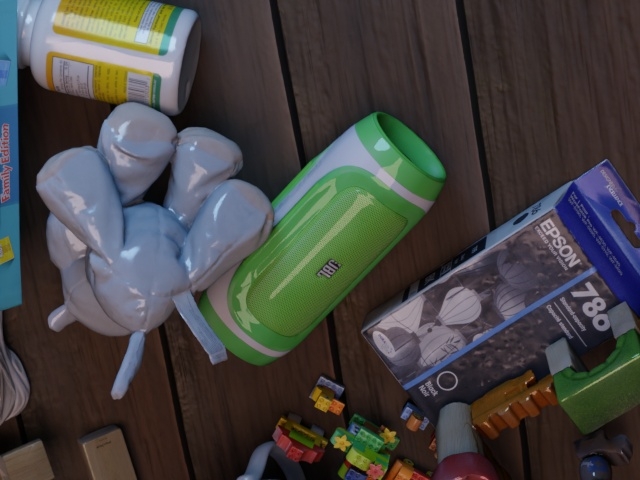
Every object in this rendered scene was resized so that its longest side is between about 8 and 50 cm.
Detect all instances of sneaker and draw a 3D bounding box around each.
[{"bbox_3d":[-0.412,0.119,1.931,0.090,0.115,0.232,-21,104,14],"label":"sneaker"}]

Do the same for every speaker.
[{"bbox_3d":[0.000,0.000,1.829,0.131,0.131,0.296,41,109,-6],"label":"speaker"}]

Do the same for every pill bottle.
[{"bbox_3d":[-0.241,-0.210,1.797,0.208,0.117,0.118,12,109,4],"label":"pill bottle"}]

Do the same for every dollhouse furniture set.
[{"bbox_3d":[-0.317,0.280,2.019,0.151,0.123,0.144,-22,107,-22],"label":"dollhouse furniture set"}]

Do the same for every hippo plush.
[{"bbox_3d":[-0.184,0.013,1.819,0.234,0.236,0.294,-18,83,-20],"label":"hippo plush"}]

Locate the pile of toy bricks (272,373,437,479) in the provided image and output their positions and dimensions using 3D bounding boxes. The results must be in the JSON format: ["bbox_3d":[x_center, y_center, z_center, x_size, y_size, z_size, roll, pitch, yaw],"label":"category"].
[{"bbox_3d":[0.057,0.240,1.911,0.212,0.105,0.118,28,110,-2],"label":"pile of toy bricks"}]

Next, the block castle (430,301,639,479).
[{"bbox_3d":[0.366,0.238,1.775,0.453,0.213,0.303,-32,116,16],"label":"block castle"}]

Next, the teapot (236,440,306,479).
[{"bbox_3d":[-0.039,0.390,1.876,0.252,0.187,0.256,31,89,30],"label":"teapot"}]

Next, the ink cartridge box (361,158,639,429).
[{"bbox_3d":[0.224,0.068,1.854,0.332,0.065,0.165,-35,100,16],"label":"ink cartridge box"}]

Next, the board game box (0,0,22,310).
[{"bbox_3d":[-0.440,-0.107,1.810,0.253,0.079,0.336,12,108,35],"label":"board game box"}]
